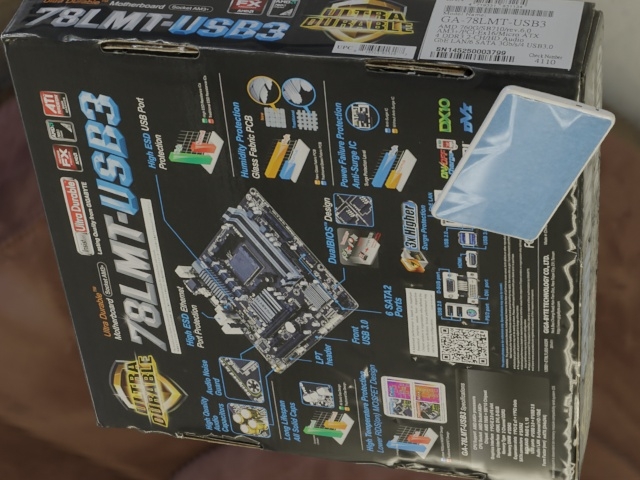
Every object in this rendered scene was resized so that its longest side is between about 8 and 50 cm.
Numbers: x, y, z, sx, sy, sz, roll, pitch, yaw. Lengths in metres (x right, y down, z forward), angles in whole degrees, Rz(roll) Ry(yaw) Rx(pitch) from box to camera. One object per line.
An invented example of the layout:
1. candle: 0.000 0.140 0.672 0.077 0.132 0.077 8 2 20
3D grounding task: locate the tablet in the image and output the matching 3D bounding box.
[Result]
1. tablet: 0.089 -0.033 0.791 0.054 0.006 0.083 13 135 -16

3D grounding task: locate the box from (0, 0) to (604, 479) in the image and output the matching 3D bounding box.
1. box: 0.000 0.000 0.963 0.293 0.073 0.295 6 132 15
